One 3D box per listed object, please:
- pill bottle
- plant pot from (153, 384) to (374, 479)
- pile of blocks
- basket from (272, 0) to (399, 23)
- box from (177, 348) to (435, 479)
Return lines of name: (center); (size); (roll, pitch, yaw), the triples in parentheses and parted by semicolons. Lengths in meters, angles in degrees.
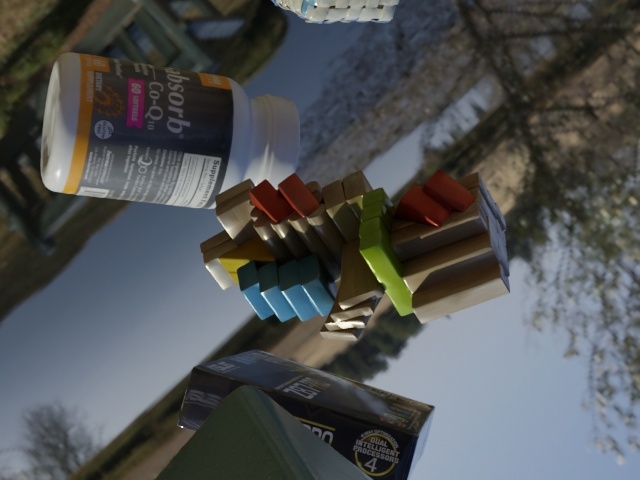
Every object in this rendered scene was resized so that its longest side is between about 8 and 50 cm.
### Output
pill bottle: (-0.175, -0.121, 1.310); (0.279, 0.162, 0.162); (6, 154, -20)
plant pot: (-0.012, 0.299, 0.773); (0.248, 0.247, 0.252); (-49, -151, -3)
pile of blocks: (0.000, 0.000, 1.036); (0.362, 0.112, 0.149); (-4, -138, 39)
basket: (0.003, -0.513, 2.046); (0.255, 0.289, 0.201); (-6, 135, -27)
box: (-0.002, 0.257, 1.660); (0.395, 0.318, 0.097); (13, 91, -80)
